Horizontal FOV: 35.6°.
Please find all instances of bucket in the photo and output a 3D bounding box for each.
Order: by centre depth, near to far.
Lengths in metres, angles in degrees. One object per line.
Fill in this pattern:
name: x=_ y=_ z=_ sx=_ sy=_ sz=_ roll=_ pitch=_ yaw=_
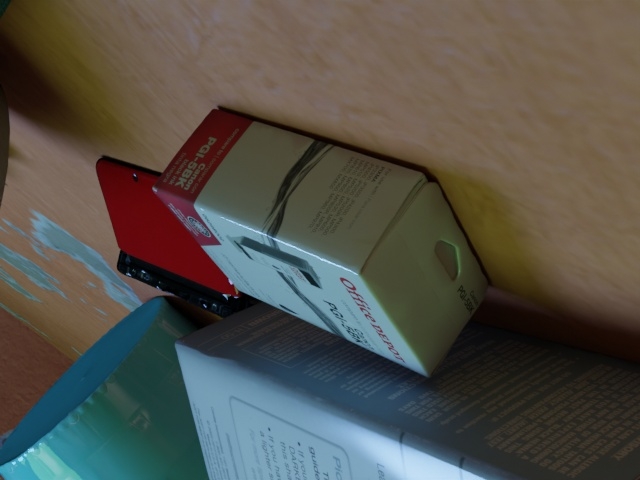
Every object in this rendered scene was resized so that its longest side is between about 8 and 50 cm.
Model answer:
bucket: x=-0.187 y=0.205 z=1.039 sx=0.183 sy=0.281 sz=0.281 roll=48 pitch=161 yaw=-12

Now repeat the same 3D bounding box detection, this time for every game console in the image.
game console: x=-0.080 y=0.001 z=0.707 sx=0.124 sy=0.085 sz=0.144 roll=7 pitch=-172 yaw=-46

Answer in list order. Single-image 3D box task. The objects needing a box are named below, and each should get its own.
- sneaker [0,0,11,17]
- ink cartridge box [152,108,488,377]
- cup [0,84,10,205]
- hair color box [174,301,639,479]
sneaker: x=-0.191 y=-0.129 z=0.449 sx=0.098 sy=0.083 sz=0.224 roll=35 pitch=154 yaw=-17
ink cartridge box: x=0.000 y=0.000 z=0.481 sx=0.135 sy=0.056 sz=0.099 roll=21 pitch=158 yaw=38
cup: x=-0.337 y=-0.052 z=0.619 sx=0.237 sy=0.331 sz=0.331 roll=12 pitch=178 yaw=-35
hair color box: x=0.079 y=0.150 z=0.514 sx=0.374 sy=0.113 sz=0.185 roll=12 pitch=119 yaw=53
